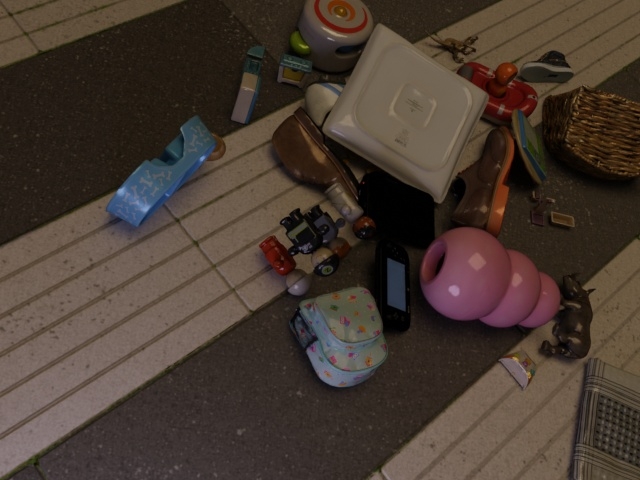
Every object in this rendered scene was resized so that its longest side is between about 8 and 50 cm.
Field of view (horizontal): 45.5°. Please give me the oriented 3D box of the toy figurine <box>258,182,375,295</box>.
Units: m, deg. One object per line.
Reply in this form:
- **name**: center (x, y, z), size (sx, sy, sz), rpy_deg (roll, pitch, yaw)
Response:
- **toy figurine**: center (0.000, 0.000, 1.608), size (0.210, 0.213, 0.148), rpy_deg (-35, 85, -34)

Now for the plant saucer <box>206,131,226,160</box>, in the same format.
- **plant saucer**: center (-0.260, -0.223, 1.769), size (0.084, 0.015, 0.083), rpy_deg (9, 58, -14)

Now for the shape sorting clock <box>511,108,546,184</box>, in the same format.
- **shape sorting clock**: center (0.534, -0.242, 1.971), size (0.206, 0.040, 0.206), rpy_deg (37, 42, -42)

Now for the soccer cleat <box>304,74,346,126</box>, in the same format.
- **soccer cleat**: center (0.116, -0.321, 1.912), size (0.332, 0.116, 0.143), rpy_deg (2, 82, -20)

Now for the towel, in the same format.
- **towel**: center (0.715, 0.449, 1.669), size (0.324, 0.056, 0.312), rpy_deg (26, 56, -3)

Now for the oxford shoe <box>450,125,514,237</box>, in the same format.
- **oxford shoe**: center (0.401, -0.166, 1.894), size (0.133, 0.129, 0.363), rpy_deg (11, 46, 9)

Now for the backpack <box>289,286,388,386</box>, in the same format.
- **backpack**: center (0.049, 0.195, 1.548), size (0.166, 0.144, 0.188), rpy_deg (-11, 67, -30)

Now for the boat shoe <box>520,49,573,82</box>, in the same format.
- **boat shoe**: center (0.647, -0.510, 2.219), size (0.184, 0.065, 0.083), rpy_deg (0, 59, -26)

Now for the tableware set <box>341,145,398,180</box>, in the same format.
- **tableware set**: center (0.119, -0.189, 1.873), size (0.154, 0.024, 0.103), rpy_deg (4, 62, -18)

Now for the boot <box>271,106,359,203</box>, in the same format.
- **boot**: center (0.005, -0.159, 1.788), size (0.115, 0.112, 0.305), rpy_deg (-38, 86, 6)

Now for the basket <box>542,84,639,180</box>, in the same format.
- **basket**: center (0.768, -0.277, 2.099), size (0.299, 0.223, 0.213), rpy_deg (15, 90, -10)

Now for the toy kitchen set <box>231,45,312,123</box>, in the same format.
- **toy kitchen set**: center (-0.110, -0.384, 1.851), size (0.166, 0.122, 0.207), rpy_deg (14, 57, -10)

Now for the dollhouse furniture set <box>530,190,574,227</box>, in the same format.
- **dollhouse furniture set**: center (0.604, -0.088, 1.936), size (0.115, 0.081, 0.090), rpy_deg (13, 57, -11)

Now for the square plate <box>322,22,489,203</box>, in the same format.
- **square plate**: center (0.223, -0.317, 1.857), size (0.347, 0.049, 0.343), rpy_deg (30, 70, -10)

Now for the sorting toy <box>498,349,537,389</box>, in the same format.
- **sorting toy**: center (0.453, 0.277, 1.700), size (0.083, 0.045, 0.075), rpy_deg (51, 39, 14)

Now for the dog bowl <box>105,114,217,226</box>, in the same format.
- **dog bowl**: center (-0.327, -0.144, 1.618), size (0.074, 0.166, 0.297), rpy_deg (41, 56, -6)

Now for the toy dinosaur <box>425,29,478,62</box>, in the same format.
- **toy dinosaur**: center (0.380, -0.553, 2.170), size (0.183, 0.053, 0.092), rpy_deg (-6, 47, -30)

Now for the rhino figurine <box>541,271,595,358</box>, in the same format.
- **rhino figurine**: center (0.589, 0.172, 1.782), size (0.106, 0.073, 0.243), rpy_deg (26, 54, -5)

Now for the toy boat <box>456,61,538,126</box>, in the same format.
- **toy boat**: center (0.481, -0.416, 2.050), size (0.231, 0.151, 0.150), rpy_deg (24, 56, -3)

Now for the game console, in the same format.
- **game console**: center (0.174, 0.029, 1.714), size (0.213, 0.044, 0.361), rpy_deg (18, 62, -33)

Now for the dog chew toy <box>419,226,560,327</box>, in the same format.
- **dog chew toy**: center (0.389, 0.099, 1.691), size (0.332, 0.206, 0.206), rpy_deg (20, 55, -19)

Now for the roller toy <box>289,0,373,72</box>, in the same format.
- **roller toy**: center (0.035, -0.553, 1.986), size (0.191, 0.146, 0.209), rpy_deg (23, 55, -5)
